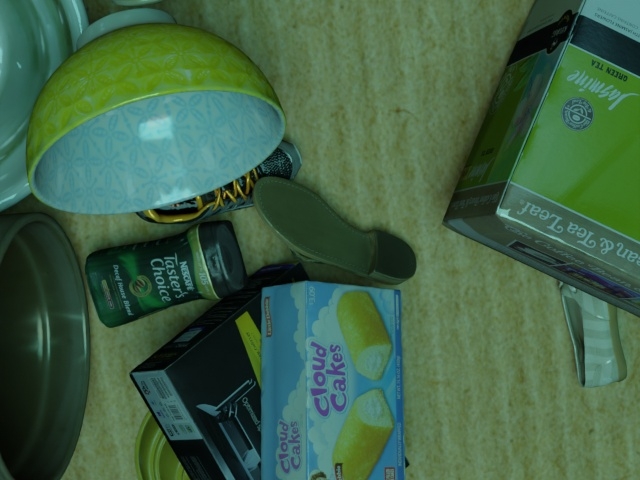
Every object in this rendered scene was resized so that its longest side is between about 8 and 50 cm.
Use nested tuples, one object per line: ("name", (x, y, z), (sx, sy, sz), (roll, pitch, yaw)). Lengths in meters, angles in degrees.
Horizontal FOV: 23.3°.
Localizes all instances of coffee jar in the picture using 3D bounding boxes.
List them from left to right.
("coffee jar", (-0.183, 0.038, 1.864), (0.184, 0.079, 0.096), (-16, 96, 9))

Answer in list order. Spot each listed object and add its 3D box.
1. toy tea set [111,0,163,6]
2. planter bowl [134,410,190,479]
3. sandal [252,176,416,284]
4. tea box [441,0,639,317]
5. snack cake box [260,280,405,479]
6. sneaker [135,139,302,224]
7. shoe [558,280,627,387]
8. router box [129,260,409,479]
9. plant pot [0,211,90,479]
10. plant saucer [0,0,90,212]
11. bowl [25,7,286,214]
("toy tea set", (-0.092, -0.364, 1.734), (0.336, 0.200, 0.124), (-13, 112, -2))
("planter bowl", (-0.124, 0.283, 1.939), (0.217, 0.090, 0.217), (-1, 103, -5))
("sandal", (-0.001, 0.006, 1.895), (0.240, 0.079, 0.088), (24, 55, -26))
("tea box", (0.368, -0.099, 1.791), (0.329, 0.220, 0.324), (25, 82, -10))
("snack cake box", (0.014, 0.186, 1.818), (0.152, 0.089, 0.264), (7, 78, -40))
("sneaker", (-0.123, -0.064, 1.861), (0.214, 0.083, 0.084), (-20, 103, -2))
("shoe", (0.333, 0.085, 1.942), (0.058, 0.076, 0.219), (-17, 106, -6))
("router box", (-0.054, 0.217, 1.869), (0.243, 0.081, 0.309), (-38, 107, -36))
("plant pot", (-0.449, 0.129, 1.784), (0.280, 0.323, 0.323), (0, 104, 11))
("plant saucer", (-0.460, -0.215, 1.784), (0.400, 0.100, 0.401), (-1, 104, -5))
("bowl", (-0.193, -0.159, 1.700), (0.289, 0.289, 0.156), (-16, 71, -1))
